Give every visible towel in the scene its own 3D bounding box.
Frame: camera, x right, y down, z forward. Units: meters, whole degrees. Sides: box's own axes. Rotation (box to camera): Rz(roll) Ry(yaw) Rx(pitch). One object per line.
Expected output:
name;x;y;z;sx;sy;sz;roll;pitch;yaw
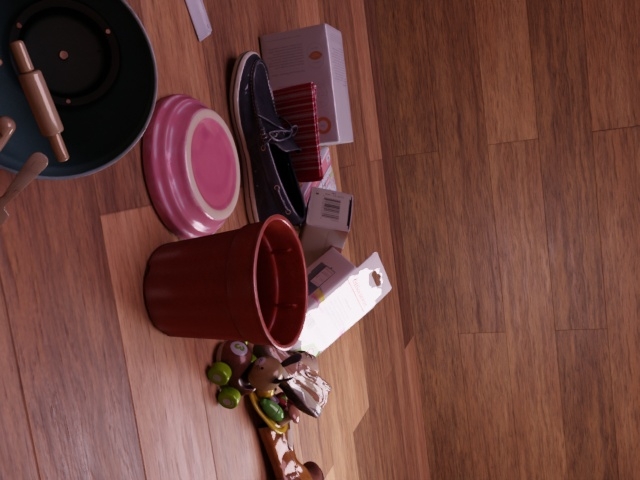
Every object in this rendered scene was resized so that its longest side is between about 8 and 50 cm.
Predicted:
towel;-0.083;-0.299;1.863;0.031;0.199;0.275;-8;94;-56

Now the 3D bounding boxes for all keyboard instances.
keyboard;-0.317;-0.612;1.559;0.072;0.014;0.256;-59;140;-51

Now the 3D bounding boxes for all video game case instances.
video game case;-0.003;-0.128;2.059;0.285;0.025;0.204;77;33;-54

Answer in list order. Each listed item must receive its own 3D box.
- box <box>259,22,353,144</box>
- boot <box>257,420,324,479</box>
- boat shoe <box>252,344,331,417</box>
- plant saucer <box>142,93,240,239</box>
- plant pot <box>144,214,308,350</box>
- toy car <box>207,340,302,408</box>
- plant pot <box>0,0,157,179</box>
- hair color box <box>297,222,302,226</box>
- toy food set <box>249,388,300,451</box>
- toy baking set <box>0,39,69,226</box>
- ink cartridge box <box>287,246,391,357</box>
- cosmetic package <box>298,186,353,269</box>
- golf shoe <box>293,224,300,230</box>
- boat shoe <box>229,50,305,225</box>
box;-0.038;-0.459;1.996;0.168;0.215;0.345;-24;109;-70
boot;-0.091;0.598;1.845;0.264;0.096;0.280;-25;97;-68
boat shoe;-0.070;0.347;1.754;0.116;0.123;0.324;-51;133;-22
plant saucer;-0.272;-0.166;1.468;0.332;0.084;0.332;-5;90;-70
plant pot;-0.196;0.095;1.344;0.272;0.265;0.272;-6;90;-71
toy car;-0.144;0.303;1.553;0.155;0.188;0.149;-64;144;-56
plant pot;-0.383;-0.257;0.945;0.196;0.293;0.293;-116;-170;-64
hair color box;-0.059;-0.083;2.091;0.167;0.053;0.093;0;85;-72
toy food set;-0.104;0.435;1.724;0.218;0.071;0.128;55;16;-23
toy baking set;-0.439;-0.141;0.857;0.030;0.197;0.256;-117;-172;-63
ink cartridge box;0.019;0.168;1.846;0.353;0.119;0.207;-39;138;-12
cosmetic package;0.000;0.000;1.932;0.296;0.129;0.153;108;-9;-51
golf shoe;-0.096;-0.106;1.944;0.069;0.086;0.176;-3;86;-69
boat shoe;-0.134;-0.266;1.778;0.187;0.156;0.500;-18;101;-68
